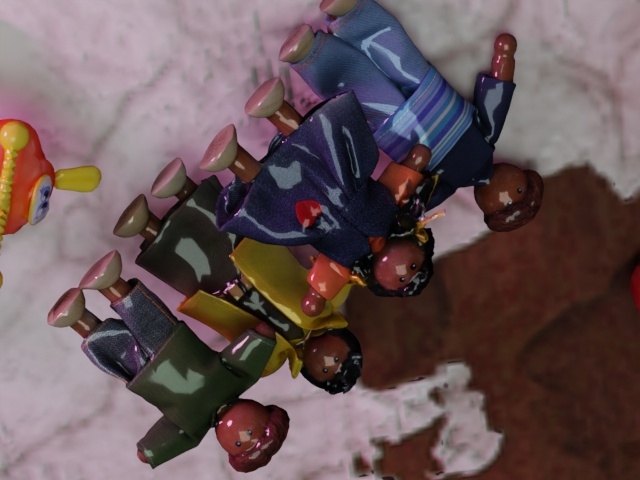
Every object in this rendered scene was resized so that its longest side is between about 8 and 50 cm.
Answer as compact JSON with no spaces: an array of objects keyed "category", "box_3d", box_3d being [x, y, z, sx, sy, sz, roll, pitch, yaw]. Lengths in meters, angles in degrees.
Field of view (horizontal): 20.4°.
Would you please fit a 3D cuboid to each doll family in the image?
[{"category":"doll family","box_3d":[0.000,0.000,0.629,0.111,0.076,0.193,41,105,-14]}]

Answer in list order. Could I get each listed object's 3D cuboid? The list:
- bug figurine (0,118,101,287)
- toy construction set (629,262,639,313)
[{"category":"bug figurine","box_3d":[-0.198,0.050,0.647,0.216,0.072,0.279,7,116,-5]},{"category":"toy construction set","box_3d":[0.259,0.000,0.542,0.309,0.237,0.257,-34,113,13]}]
